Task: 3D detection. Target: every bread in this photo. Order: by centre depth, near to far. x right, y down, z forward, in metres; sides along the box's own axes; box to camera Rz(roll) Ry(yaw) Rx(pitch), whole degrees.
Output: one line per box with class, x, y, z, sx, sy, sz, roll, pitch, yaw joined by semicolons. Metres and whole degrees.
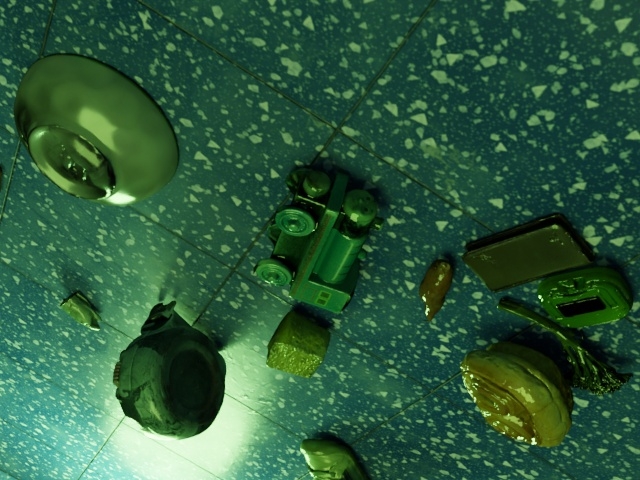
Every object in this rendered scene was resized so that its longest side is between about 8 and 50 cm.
bread;0.369;0.284;1.579;0.198;0.120;0.236;15;148;43
bread;-0.048;0.215;1.774;0.114;0.111;0.129;26;140;-6

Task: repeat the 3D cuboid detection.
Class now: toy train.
toy train;0.000;0.000;1.505;0.194;0.120;0.298;20;142;-4

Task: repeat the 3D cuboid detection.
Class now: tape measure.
tape measure;-0.336;0.315;1.927;0.147;0.275;0.256;-14;131;34

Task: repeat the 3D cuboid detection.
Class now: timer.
timer;0.435;0.096;1.399;0.140;0.047;0.128;-16;138;32

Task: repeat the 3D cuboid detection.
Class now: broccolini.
broccolini;0.424;0.194;1.543;0.271;0.062;0.123;36;136;-1

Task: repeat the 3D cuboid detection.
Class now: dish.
dish;-0.430;-0.168;1.541;0.324;0.124;0.324;15;140;13

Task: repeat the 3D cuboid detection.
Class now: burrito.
burrito;-0.583;0.179;2.085;0.074;0.044;0.118;-20;119;37

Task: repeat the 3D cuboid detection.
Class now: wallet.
wallet;0.339;0.025;1.404;0.198;0.031;0.110;-22;121;43

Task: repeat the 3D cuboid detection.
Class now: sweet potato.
sweet potato;0.206;0.095;1.544;0.056;0.056;0.195;18;145;11

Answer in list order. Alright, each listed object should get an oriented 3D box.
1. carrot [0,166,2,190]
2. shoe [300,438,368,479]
carrot;-0.693;-0.130;1.808;0.032;0.032;0.093;28;146;-2
shoe;0.046;0.603;2.166;0.140;0.128;0.262;-16;130;23
